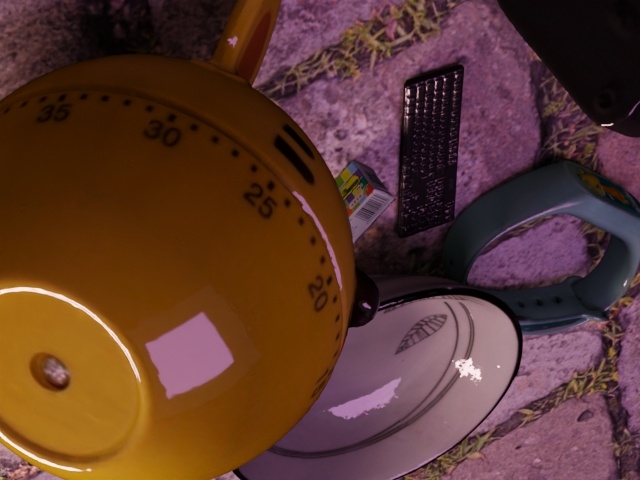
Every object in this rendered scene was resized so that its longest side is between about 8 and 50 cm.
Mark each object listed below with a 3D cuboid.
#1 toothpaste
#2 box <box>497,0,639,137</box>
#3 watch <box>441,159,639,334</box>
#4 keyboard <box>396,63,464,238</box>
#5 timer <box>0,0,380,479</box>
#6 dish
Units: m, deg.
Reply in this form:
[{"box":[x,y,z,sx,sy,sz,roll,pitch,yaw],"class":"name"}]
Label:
[{"box":[0.000,0.000,1.838,0.164,0.046,0.034,-48,142,19],"class":"toothpaste"},{"box":[0.307,-0.269,1.625,0.058,0.211,0.350,19,118,-43],"class":"box"},{"box":[0.233,0.016,2.001,0.237,0.068,0.195,19,120,-44],"class":"watch"},{"box":[0.102,-0.080,1.849,0.061,0.013,0.204,-19,140,-16],"class":"keyboard"},{"box":[-0.121,0.001,1.561,0.387,0.376,0.376,-57,170,-51],"class":"timer"},{"box":[0.038,0.122,1.948,0.316,0.106,0.316,-17,142,-14],"class":"dish"}]
